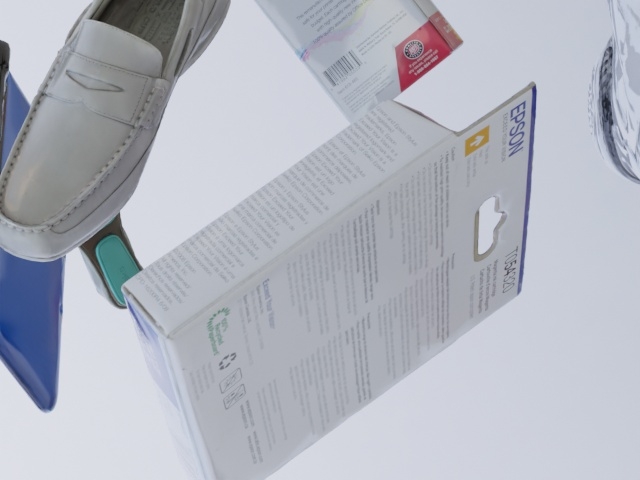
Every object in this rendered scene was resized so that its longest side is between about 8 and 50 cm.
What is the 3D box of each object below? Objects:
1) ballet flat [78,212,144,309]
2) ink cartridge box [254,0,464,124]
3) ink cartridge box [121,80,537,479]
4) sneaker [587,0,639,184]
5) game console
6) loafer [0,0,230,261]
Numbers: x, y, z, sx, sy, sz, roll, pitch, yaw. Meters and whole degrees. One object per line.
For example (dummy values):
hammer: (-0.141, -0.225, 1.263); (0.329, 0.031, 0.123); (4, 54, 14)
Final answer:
ballet flat: (-0.260, -0.015, 2.000); (0.072, 0.068, 0.213); (-32, -56, -23)
ink cartridge box: (0.034, -0.218, 1.697); (0.175, 0.127, 0.072); (52, -160, -2)
ink cartridge box: (0.017, 0.037, 1.355); (0.071, 0.330, 0.324); (46, 162, 25)
sneaker: (0.289, -0.180, 1.352); (0.210, 0.137, 0.366); (-117, 19, -61)
game console: (-0.334, -0.021, 1.514); (0.250, 0.173, 0.293); (7, -130, -14)
loafer: (-0.169, -0.128, 1.382); (0.111, 0.112, 0.319); (84, -154, -57)
